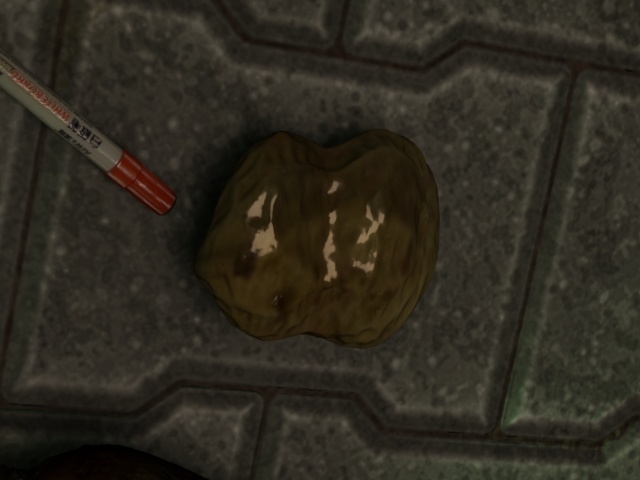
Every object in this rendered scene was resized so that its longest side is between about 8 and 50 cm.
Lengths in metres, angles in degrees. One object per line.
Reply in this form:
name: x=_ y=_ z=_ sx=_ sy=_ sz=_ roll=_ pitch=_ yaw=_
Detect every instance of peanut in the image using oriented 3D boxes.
peanut: x=0.000 y=0.000 z=1.537 sx=0.233 sy=0.110 sz=0.197 roll=1 pitch=107 yaw=-27

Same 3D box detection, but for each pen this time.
pen: x=-0.207 y=-0.098 z=1.455 sx=0.239 sy=0.028 sz=0.028 roll=41 pitch=83 yaw=-28

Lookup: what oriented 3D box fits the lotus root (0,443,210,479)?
lotus root: x=-0.124 y=0.289 z=1.493 sx=0.397 sy=0.196 sz=0.179 roll=31 pitch=122 yaw=-29
